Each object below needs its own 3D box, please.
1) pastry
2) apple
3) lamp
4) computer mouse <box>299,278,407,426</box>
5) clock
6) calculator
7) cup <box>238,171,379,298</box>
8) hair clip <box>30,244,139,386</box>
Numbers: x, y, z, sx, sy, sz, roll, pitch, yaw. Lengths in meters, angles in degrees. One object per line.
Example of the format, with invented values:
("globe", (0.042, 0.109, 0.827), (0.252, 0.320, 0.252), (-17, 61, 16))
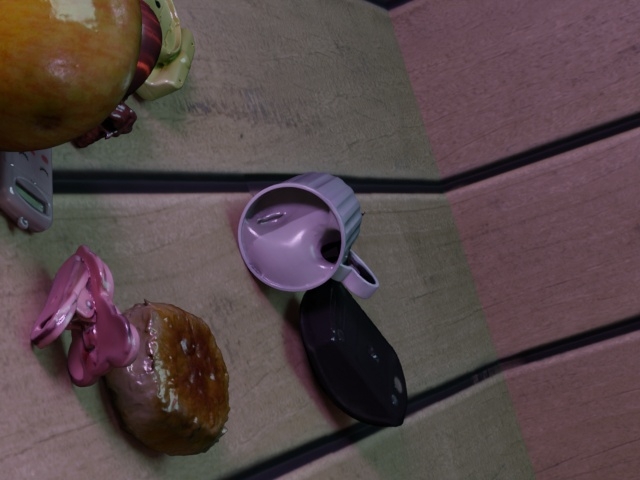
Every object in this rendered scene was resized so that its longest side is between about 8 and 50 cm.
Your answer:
("pastry", (-0.189, 0.172, 1.978), (0.192, 0.093, 0.182), (34, 42, -55))
("apple", (-0.329, -0.225, 1.714), (0.264, 0.264, 0.264), (54, 25, -41))
("lamp", (-0.281, -0.240, 2.025), (0.215, 0.151, 0.223), (34, 43, -54))
("computer mouse", (0.043, 0.194, 2.596), (0.269, 0.100, 0.170), (53, 23, -32))
("clock", (-0.263, -0.325, 2.279), (0.232, 0.069, 0.170), (60, 22, -29))
("calculator", (-0.348, -0.088, 1.874), (0.100, 0.032, 0.175), (44, 33, -54))
("cup", (-0.015, 0.002, 2.526), (0.202, 0.167, 0.221), (-42, 113, -73))
("hair clip", (-0.264, 0.086, 1.836), (0.102, 0.123, 0.138), (38, 36, -24))
